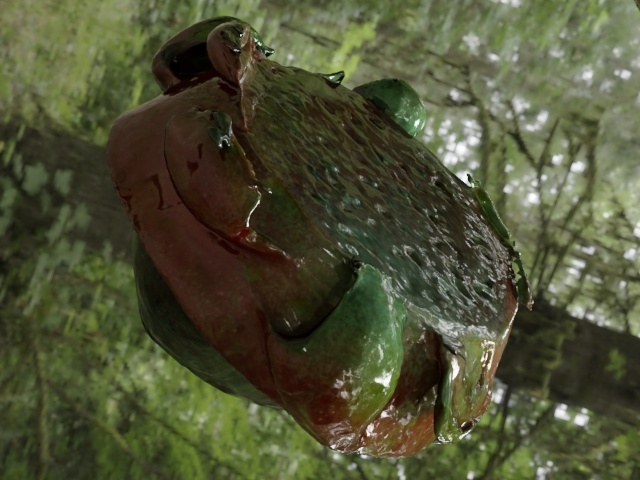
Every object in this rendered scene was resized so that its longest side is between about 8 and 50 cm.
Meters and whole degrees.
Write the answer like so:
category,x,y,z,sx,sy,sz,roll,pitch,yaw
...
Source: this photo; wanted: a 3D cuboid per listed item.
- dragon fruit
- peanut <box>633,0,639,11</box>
category,x,y,z,sx,sy,sz,roll,pitch,yaw
dragon fruit,0.000,0.000,0.560,0.130,0.268,0.295,-46,-175,25
peanut,0.295,-0.288,0.779,0.325,0.140,0.153,79,-4,-50
